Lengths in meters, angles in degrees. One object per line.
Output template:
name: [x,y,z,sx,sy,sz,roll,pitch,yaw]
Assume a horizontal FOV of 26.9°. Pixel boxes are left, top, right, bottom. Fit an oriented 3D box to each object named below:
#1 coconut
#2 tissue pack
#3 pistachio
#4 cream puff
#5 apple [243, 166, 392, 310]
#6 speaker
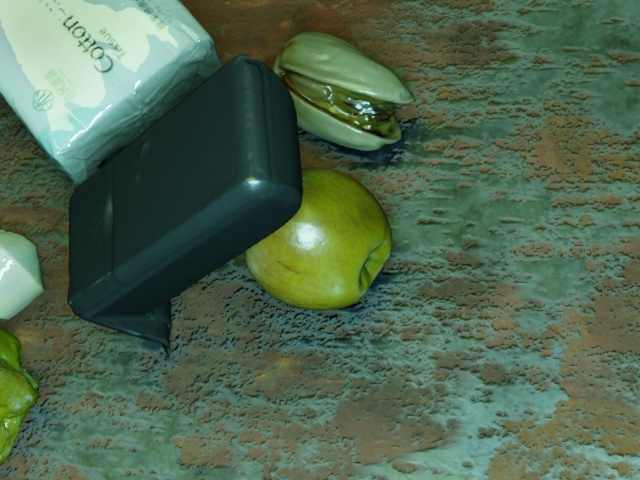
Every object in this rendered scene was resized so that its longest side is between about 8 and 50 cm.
coconut: [-0.418,0.042,1.721,0.122,0.116,0.116,-43,59,-14]
tissue pack: [-0.338,-0.288,1.800,0.266,0.194,0.356,-39,75,-8]
pistachio: [0.025,-0.194,1.743,0.206,0.131,0.129,28,115,22]
cream puff: [-0.464,0.185,1.611,0.244,0.196,0.244,6,72,-19]
apple: [0.000,0.000,1.593,0.155,0.182,0.182,32,72,12]
speaker: [-0.138,-0.024,1.526,0.388,0.184,0.180,-33,50,38]
